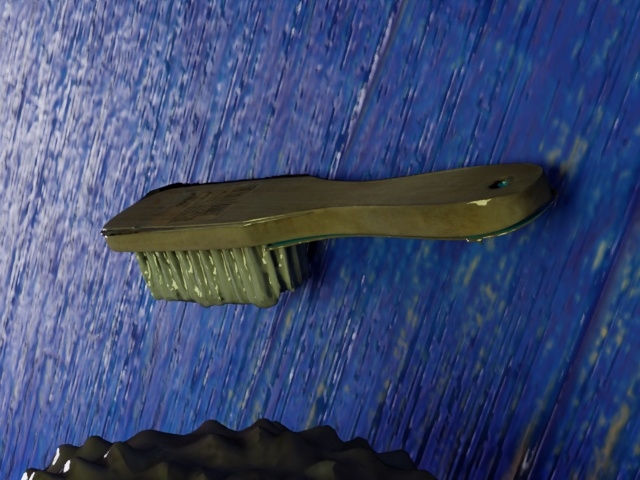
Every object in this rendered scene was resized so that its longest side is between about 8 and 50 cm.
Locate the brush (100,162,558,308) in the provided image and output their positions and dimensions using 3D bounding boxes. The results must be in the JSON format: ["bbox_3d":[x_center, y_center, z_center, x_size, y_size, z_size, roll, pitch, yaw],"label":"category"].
[{"bbox_3d":[0.000,0.000,1.058,0.327,0.070,0.065,-4,112,48],"label":"brush"}]

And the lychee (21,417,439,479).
[{"bbox_3d":[-0.051,0.267,0.938,0.432,0.380,0.380,132,120,-66],"label":"lychee"}]
